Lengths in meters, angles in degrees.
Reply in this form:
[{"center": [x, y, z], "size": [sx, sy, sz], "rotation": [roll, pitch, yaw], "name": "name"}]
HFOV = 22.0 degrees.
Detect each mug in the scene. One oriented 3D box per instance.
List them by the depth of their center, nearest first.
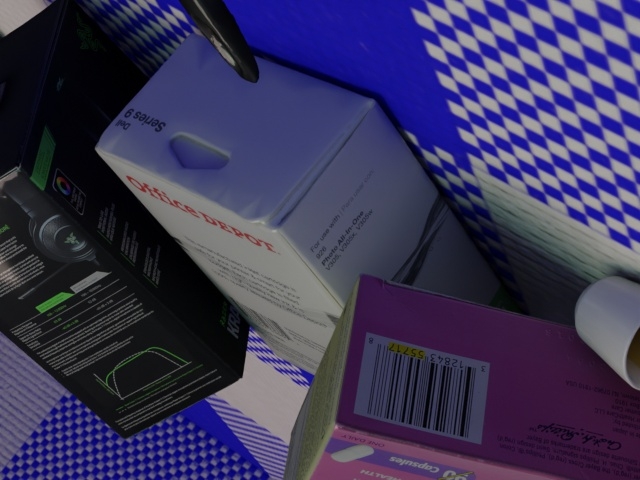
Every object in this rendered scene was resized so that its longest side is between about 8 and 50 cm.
[{"center": [0.197, 0.058, 1.042], "size": [0.064, 0.062, 0.078], "rotation": [35, 162, 49], "name": "mug"}]

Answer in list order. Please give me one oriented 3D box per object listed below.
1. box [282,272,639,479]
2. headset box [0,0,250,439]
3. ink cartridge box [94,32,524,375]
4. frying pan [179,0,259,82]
[{"center": [0.093, 0.155, 1.135], "size": [0.213, 0.117, 0.243], "rotation": [14, 146, -5], "name": "box"}, {"center": [-0.190, -0.027, 1.350], "size": [0.283, 0.131, 0.246], "rotation": [47, -152, -29], "name": "headset box"}, {"center": [0.000, 0.000, 1.220], "size": [0.211, 0.121, 0.289], "rotation": [24, 160, 42], "name": "ink cartridge box"}, {"center": [-0.116, -0.231, 0.856], "size": [0.326, 0.053, 0.197], "rotation": [46, 169, -4], "name": "frying pan"}]
